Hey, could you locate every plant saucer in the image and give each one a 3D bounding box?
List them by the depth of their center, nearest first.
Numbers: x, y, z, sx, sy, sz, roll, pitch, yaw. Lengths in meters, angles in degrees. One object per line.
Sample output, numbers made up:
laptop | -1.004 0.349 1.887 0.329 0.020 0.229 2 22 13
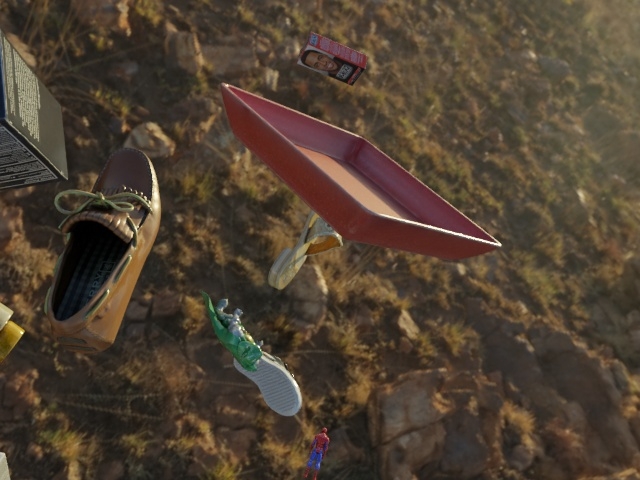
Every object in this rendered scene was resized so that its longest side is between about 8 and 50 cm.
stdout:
plant saucer | 0.038 -0.063 0.741 0.259 0.048 0.258 10 28 -49

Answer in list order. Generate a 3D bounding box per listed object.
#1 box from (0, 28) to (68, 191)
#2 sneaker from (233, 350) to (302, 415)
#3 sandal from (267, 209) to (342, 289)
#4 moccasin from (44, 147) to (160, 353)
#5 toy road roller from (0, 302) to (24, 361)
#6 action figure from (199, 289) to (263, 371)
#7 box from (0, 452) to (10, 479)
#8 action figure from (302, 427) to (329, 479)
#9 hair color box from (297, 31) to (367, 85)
box | -0.652 -0.209 1.210 0.296 0.294 0.183 -10 75 -4
sneaker | -0.151 0.469 2.279 0.321 0.126 0.127 39 6 37
sandal | 0.001 0.003 1.255 0.079 0.088 0.240 25 64 21
moccasin | -0.364 -0.008 1.125 0.139 0.147 0.380 9 57 8
toy road roller | -0.736 0.230 1.259 0.202 0.329 0.241 40 41 -18
action figure | -0.140 0.162 1.143 0.063 0.232 0.137 -34 110 -11
box | -0.801 0.520 1.470 0.203 0.103 0.114 9 31 3
action figure | -0.007 0.474 1.512 0.038 0.030 0.115 17 69 7
hair color box | 0.026 -0.409 1.532 0.141 0.072 0.043 19 61 -15
